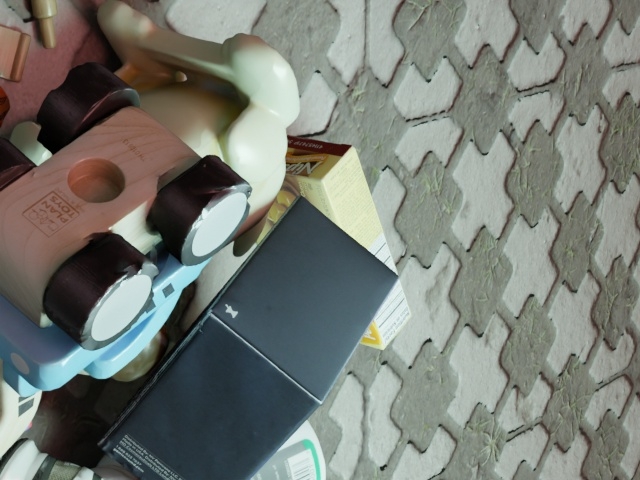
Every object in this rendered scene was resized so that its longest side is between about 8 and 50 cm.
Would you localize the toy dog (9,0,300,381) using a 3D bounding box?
[{"bbox_3d":[-0.234,-0.032,1.913,0.408,0.285,0.395,-57,157,-22],"label":"toy dog"}]

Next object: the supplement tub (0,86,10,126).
[{"bbox_3d":[-0.475,-0.044,1.612,0.207,0.207,0.338,48,63,-47],"label":"supplement tub"}]

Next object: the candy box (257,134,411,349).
[{"bbox_3d":[0.000,0.000,2.245,0.087,0.183,0.316,-47,133,-32],"label":"candy box"}]

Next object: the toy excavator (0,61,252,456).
[{"bbox_3d":[-0.297,0.104,1.642,0.433,0.222,0.445,-40,159,-32],"label":"toy excavator"}]

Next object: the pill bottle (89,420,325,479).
[{"bbox_3d":[-0.178,0.344,2.100,0.361,0.204,0.204,-17,113,-48],"label":"pill bottle"}]

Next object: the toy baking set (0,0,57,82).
[{"bbox_3d":[-0.384,-0.300,1.798,0.197,0.030,0.256,-22,117,-47],"label":"toy baking set"}]

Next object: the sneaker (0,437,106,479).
[{"bbox_3d":[-0.336,0.483,1.837,0.169,0.257,0.447,-92,-154,-88],"label":"sneaker"}]

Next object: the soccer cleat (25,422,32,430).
[{"bbox_3d":[-0.429,0.163,1.850,0.095,0.083,0.248,-36,138,-3],"label":"soccer cleat"}]

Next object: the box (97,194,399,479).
[{"bbox_3d":[-0.085,0.151,1.964,0.294,0.183,0.296,-50,-178,37],"label":"box"}]
